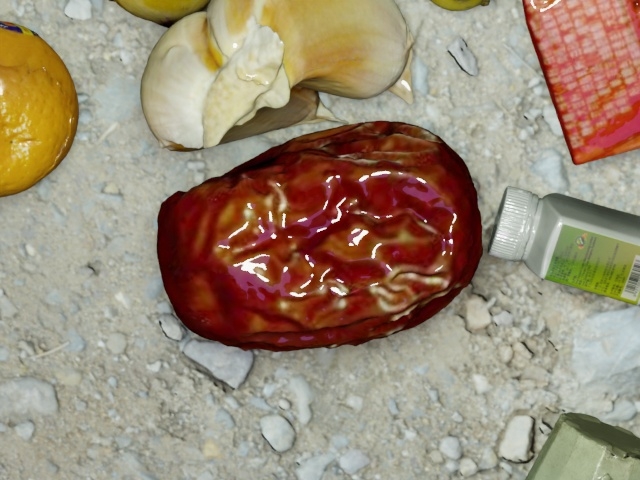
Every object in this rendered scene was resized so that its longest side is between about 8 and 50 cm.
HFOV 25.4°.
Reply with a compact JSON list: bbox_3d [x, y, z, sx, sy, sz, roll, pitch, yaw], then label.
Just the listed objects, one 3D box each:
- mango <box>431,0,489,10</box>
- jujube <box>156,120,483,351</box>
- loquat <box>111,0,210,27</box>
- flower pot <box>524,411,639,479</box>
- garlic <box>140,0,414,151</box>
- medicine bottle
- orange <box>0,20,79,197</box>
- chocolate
[{"bbox_3d":[0.177,-0.360,1.636,0.137,0.098,0.195,15,102,6],"label":"mango"},{"bbox_3d":[0.001,0.000,1.670,0.377,0.276,0.276,-5,106,5],"label":"jujube"},{"bbox_3d":[-0.179,-0.322,1.654,0.163,0.163,0.137,-39,80,15],"label":"loquat"},{"bbox_3d":[0.332,0.337,1.774,0.212,0.212,0.202,22,100,-1],"label":"flower pot"},{"bbox_3d":[-0.050,-0.205,1.624,0.249,0.313,0.286,32,118,19],"label":"garlic"},{"bbox_3d":[0.303,0.000,1.708,0.188,0.132,0.088,16,108,3],"label":"medicine bottle"},{"bbox_3d":[-0.402,-0.158,1.702,0.219,0.193,0.219,-11,107,-37],"label":"orange"},{"bbox_3d":[0.370,-0.234,1.647,0.235,0.108,0.237,-18,102,11],"label":"chocolate"}]
